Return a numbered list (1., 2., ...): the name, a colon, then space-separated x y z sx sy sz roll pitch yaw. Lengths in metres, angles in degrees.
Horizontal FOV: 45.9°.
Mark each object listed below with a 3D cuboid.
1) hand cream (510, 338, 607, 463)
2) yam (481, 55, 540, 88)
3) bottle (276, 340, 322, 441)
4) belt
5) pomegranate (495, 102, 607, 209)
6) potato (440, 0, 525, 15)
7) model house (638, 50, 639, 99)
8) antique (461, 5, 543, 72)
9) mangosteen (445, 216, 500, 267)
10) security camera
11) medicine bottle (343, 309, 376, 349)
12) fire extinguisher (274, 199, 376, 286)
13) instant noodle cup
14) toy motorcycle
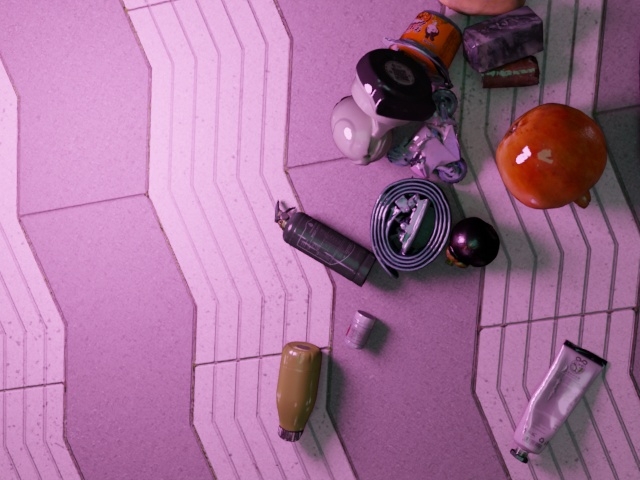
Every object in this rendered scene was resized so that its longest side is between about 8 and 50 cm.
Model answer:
1. hand cream: 0.601 0.424 1.955 0.121 0.076 0.336 31 94 0
2. yam: 0.467 -0.415 1.869 0.141 0.079 0.079 -3 96 11
3. bottle: -0.064 0.410 2.037 0.112 0.112 0.260 10 99 9
4. belt: 0.228 -0.031 1.932 0.206 0.116 0.268 12 96 8
5. pomegranate: 0.559 -0.186 1.806 0.270 0.229 0.252 41 94 -8
6. potato: 0.383 -0.631 1.839 0.234 0.128 0.161 0 112 5
7. model house: 0.943 -0.350 1.691 0.342 0.334 0.382 -4 91 0
8. antique: 0.435 -0.483 1.824 0.183 0.088 0.086 -20 135 -2
9. mangosteen: 0.377 0.015 1.907 0.151 0.137 0.137 -41 89 27
10. security camera: 0.131 -0.313 1.856 0.277 0.197 0.191 -55 43 43
11. medicine bottle: 0.105 0.238 2.014 0.058 0.058 0.091 25 100 6
12. fire extinguisher: 0.000 0.000 1.991 0.311 0.095 0.114 29 56 4
13. instant noodle cup: 0.269 -0.482 1.855 0.208 0.177 0.126 34 87 -27
14. toy motorcycle: 0.257 -0.251 1.905 0.204 0.108 0.239 -8 95 11
